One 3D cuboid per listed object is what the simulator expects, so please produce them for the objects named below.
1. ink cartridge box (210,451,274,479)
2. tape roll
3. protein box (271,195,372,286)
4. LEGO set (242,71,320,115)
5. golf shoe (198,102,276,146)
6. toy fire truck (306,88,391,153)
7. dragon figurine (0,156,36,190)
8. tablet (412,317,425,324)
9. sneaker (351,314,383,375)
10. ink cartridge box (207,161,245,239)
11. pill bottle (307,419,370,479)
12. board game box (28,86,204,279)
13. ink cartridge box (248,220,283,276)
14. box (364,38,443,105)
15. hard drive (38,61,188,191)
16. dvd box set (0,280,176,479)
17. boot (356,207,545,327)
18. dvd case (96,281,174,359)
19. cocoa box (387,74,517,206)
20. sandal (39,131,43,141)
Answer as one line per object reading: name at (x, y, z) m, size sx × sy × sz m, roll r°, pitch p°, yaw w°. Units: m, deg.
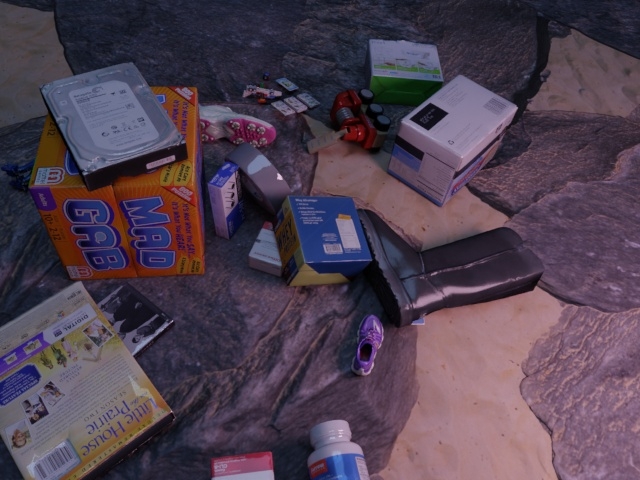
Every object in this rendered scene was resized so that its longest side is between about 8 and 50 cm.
ink cartridge box at (-0.152, 0.537, 1.164) m, size 0.127 × 0.128 × 0.176 m, roll -3°, pitch 52°, yaw -10°
tape roll at (-0.176, -0.175, 1.666) m, size 0.072 × 0.219 × 0.219 m, roll -43°, pitch 66°, yaw -11°
protein box at (0.000, 0.000, 1.562) m, size 0.200 × 0.136 × 0.201 m, roll -1°, pitch 60°, yaw -27°
LEGO set at (-0.151, -0.513, 2.072) m, size 0.244 × 0.060 × 0.182 m, roll 40°, pitch 45°, yaw 21°
golf shoe at (-0.293, -0.388, 1.898) m, size 0.306 × 0.115 × 0.140 m, roll 8°, pitch 48°, yaw -3°
toy fire truck at (0.075, -0.385, 1.937) m, size 0.246 × 0.158 × 0.217 m, roll -6°, pitch 52°, yaw -25°
dragon figurine at (-0.768, -0.207, 1.704) m, size 0.289 × 0.085 × 0.144 m, roll 4°, pitch 51°, yaw -4°
tablet at (0.236, 0.202, 1.561) m, size 0.083 × 0.006 × 0.054 m, roll 2°, pitch 51°, yaw -7°
sneaker at (0.124, 0.256, 1.462) m, size 0.068 × 0.071 × 0.170 m, roll 13°, pitch 50°, yaw 3°
ink cartridge box at (-0.257, -0.108, 1.613) m, size 0.046 × 0.207 × 0.097 m, roll 20°, pitch 52°, yaw 15°
pill bottle at (0.040, 0.501, 1.222) m, size 0.124 × 0.124 × 0.221 m, roll -7°, pitch 52°, yaw -13°
board game box at (-0.492, -0.148, 1.518) m, size 0.356 × 0.356 × 0.356 m, roll -2°, pitch 52°, yaw -8°
ink cartridge box at (-0.132, 0.024, 1.622) m, size 0.099 × 0.056 × 0.135 m, roll 18°, pitch 51°, yaw 6°
box at (0.302, -0.622, 2.150) m, size 0.262 × 0.127 × 0.231 m, roll 3°, pitch 51°, yaw -5°
hard drive at (-0.485, -0.278, 1.354) m, size 0.237 × 0.064 × 0.339 m, roll -23°, pitch 56°, yaw -22°
dvd box set at (-0.566, 0.324, 1.295) m, size 0.307 × 0.062 × 0.420 m, roll -36°, pitch 65°, yaw -21°
boot at (0.345, 0.025, 1.626) m, size 0.445 × 0.146 × 0.367 m, roll -15°, pitch 63°, yaw -15°
dvd case at (-0.509, 0.227, 1.428) m, size 0.179 × 0.029 × 0.239 m, roll 34°, pitch 56°, yaw 19°
cocoa box at (0.416, -0.322, 1.860) m, size 0.231 × 0.228 × 0.347 m, roll 36°, pitch 56°, yaw 20°
sandal at (-0.767, -0.331, 1.819) m, size 0.219 × 0.060 × 0.090 m, roll 2°, pitch 52°, yaw -5°
